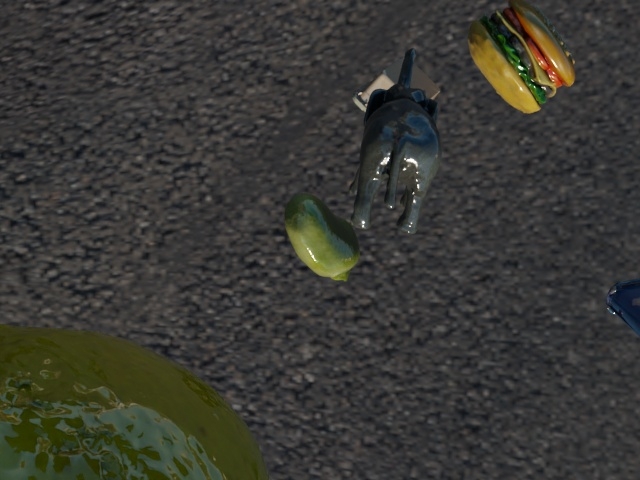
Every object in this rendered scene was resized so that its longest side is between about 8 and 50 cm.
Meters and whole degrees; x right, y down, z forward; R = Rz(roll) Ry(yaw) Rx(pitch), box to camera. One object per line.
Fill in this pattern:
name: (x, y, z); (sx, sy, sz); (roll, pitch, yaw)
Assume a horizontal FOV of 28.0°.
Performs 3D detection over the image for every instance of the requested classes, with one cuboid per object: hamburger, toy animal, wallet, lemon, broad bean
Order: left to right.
lemon: (-0.147, 0.164, 0.661); (0.320, 0.245, 0.245); (26, 70, -71)
broad bean: (0.000, 0.000, 2.016); (0.174, 0.082, 0.124); (28, 42, -55)
toy animal: (0.081, -0.100, 1.362); (0.082, 0.269, 0.137); (12, 117, -1)
hamburger: (0.276, -0.255, 1.765); (0.115, 0.162, 0.162); (-37, 116, 11)
wallet: (0.494, 0.115, 1.733); (0.141, 0.202, 0.059); (-4, 117, -18)

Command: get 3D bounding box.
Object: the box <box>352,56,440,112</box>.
box: (0.109, -0.201, 1.775); (0.089, 0.062, 0.122); (44, 32, 4)
